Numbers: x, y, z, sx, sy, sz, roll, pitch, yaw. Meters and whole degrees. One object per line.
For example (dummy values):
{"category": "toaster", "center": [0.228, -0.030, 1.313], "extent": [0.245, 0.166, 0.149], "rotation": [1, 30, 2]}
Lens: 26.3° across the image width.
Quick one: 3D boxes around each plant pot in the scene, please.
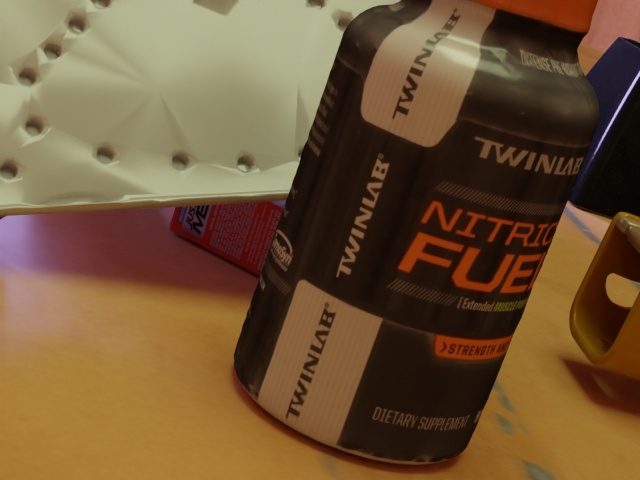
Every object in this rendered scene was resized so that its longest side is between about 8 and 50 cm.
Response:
{"category": "plant pot", "center": [0.357, -0.112, 1.453], "extent": [0.188, 0.167, 0.187], "rotation": [16, 16, -10]}

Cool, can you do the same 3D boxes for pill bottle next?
{"category": "pill bottle", "center": [0.053, -0.026, 0.666], "extent": [0.130, 0.245, 0.130], "rotation": [17, 16, -5]}

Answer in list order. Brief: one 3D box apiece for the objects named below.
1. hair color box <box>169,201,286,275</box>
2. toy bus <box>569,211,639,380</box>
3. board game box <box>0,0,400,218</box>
{"category": "hair color box", "center": [0.000, 0.000, 0.871], "extent": [0.167, 0.053, 0.093], "rotation": [28, 19, 22]}
{"category": "toy bus", "center": [0.260, 0.062, 0.870], "extent": [0.202, 0.104, 0.191], "rotation": [33, 18, 31]}
{"category": "board game box", "center": [-0.085, -0.195, 0.848], "extent": [0.390, 0.050, 0.390], "rotation": [-4, 69, -24]}
